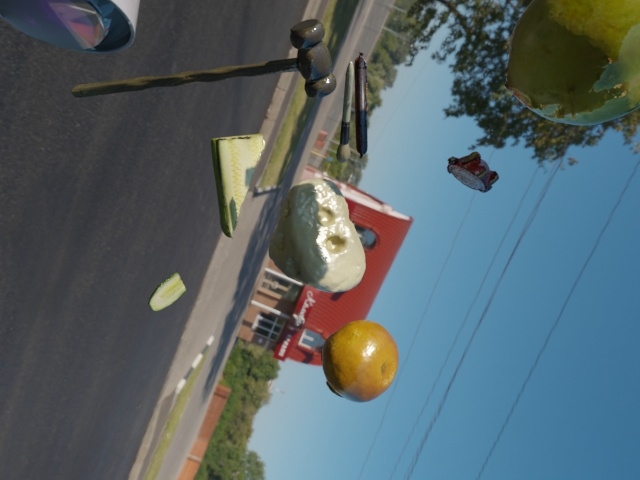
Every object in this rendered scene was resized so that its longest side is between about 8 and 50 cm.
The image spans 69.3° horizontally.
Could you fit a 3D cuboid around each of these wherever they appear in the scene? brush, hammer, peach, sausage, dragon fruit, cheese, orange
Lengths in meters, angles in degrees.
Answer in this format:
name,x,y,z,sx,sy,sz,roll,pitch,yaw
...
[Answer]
name,x,y,z,sx,sy,sz,roll,pitch,yaw
brush,0.071,-0.345,1.277,0.042,0.039,0.299,-29,140,-33
hammer,-0.127,-0.153,0.432,0.029,0.292,0.058,-66,149,-41
peach,0.551,-0.398,0.935,0.315,0.281,0.314,6,-128,44
sausage,0.078,-0.256,0.890,0.028,0.025,0.198,-48,139,-63
dragon fruit,0.378,-0.175,1.146,0.068,0.126,0.112,-54,169,-3
cheese,-0.001,0.001,1.089,0.174,0.248,0.251,-14,136,-35
orange,0.072,0.224,0.877,0.134,0.155,0.154,15,-100,46

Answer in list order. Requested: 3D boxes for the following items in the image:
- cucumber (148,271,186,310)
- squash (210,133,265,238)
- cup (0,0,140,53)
name,x,y,z,sx,sy,sz,roll,pitch,yaw
cucumber,-0.407,0.135,1.207,0.107,0.035,0.067,-43,135,-33
squash,-0.220,-0.147,1.223,0.169,0.093,0.252,-23,114,-49
cup,-0.441,-0.553,0.838,0.253,0.253,0.371,125,-28,-79
